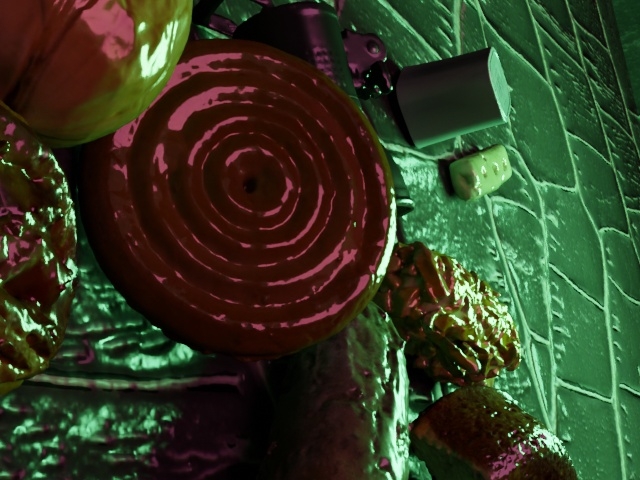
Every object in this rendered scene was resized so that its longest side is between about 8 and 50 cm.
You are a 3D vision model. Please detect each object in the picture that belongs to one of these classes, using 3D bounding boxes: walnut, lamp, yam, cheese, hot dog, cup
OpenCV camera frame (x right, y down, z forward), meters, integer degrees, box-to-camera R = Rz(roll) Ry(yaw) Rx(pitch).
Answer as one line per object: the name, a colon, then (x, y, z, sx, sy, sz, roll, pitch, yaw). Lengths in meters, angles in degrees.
walnut: (-0.164, -0.152, 0.646, 0.159, 0.159, 0.207, 48, 39, -38)
lamp: (-0.006, -0.122, 0.901, 0.172, 0.147, 0.228, -9, 82, -27)
yam: (0.010, 0.175, 0.815, 0.133, 0.133, 0.330, 52, 31, -34)
cheese: (0.231, -0.097, 1.429, 0.194, 0.043, 0.065, -28, 105, -63)
hot dog: (-0.214, -0.006, 0.542, 0.227, 0.099, 0.161, 43, 41, -47)
cup: (0.172, -0.192, 1.288, 0.128, 0.129, 0.095, -65, 138, -55)

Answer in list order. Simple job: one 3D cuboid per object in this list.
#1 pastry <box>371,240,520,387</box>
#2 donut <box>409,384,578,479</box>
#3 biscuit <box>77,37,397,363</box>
pastry: (0.136, 0.091, 1.095, 0.250, 0.102, 0.154, 27, 49, -54)
donut: (0.190, 0.226, 1.066, 0.144, 0.126, 0.187, -45, 134, -16)
biscuit: (-0.055, -0.039, 0.758, 0.261, 0.037, 0.262, 8, 69, -22)
